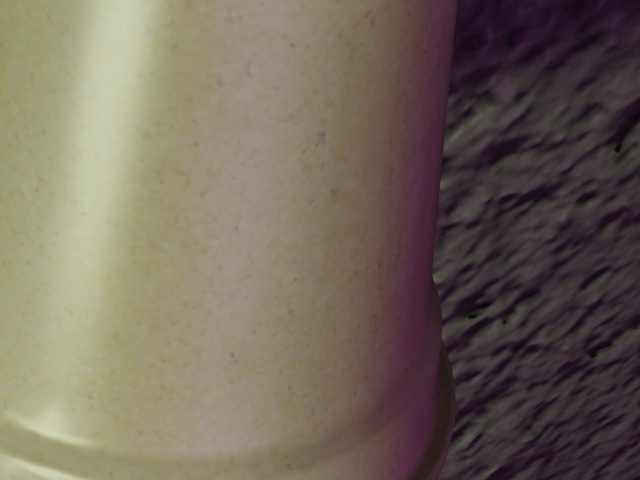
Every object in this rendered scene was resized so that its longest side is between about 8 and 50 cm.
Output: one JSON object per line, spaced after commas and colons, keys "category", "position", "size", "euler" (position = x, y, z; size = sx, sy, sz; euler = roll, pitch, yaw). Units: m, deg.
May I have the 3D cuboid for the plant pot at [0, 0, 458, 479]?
{"category": "plant pot", "position": [-0.070, -0.058, 0.853], "size": [0.334, 0.334, 0.305], "euler": [-11, 132, -28]}
